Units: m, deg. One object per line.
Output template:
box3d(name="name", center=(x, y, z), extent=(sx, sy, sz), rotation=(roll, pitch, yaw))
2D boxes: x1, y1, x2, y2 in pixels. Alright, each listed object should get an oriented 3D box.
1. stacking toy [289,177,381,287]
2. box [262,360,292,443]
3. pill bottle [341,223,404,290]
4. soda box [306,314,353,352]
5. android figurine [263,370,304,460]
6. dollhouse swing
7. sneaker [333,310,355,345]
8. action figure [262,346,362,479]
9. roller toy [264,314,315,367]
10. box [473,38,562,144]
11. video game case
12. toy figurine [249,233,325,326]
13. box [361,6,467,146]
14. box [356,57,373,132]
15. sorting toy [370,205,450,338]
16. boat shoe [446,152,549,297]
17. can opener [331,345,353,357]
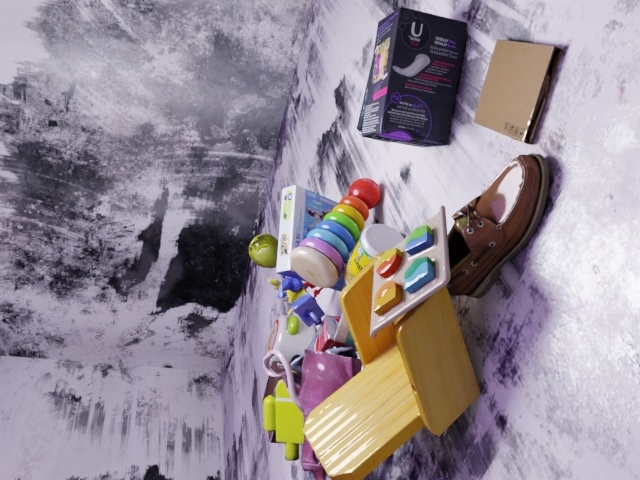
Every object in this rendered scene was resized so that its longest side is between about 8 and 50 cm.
box3d(name="stacking toy", center=(0.061, -0.035, 1.698), extent=(0.330, 0.141, 0.141), rotation=(-53, 1, -28))
box3d(name="box", center=(-0.076, 0.505, 1.994), extent=(0.203, 0.168, 0.167), rotation=(-117, 37, -63))
box3d(name="pill bottle", center=(0.125, 0.068, 1.593), extent=(0.208, 0.117, 0.118), rotation=(114, 157, -44))
box3d(name="soda box", center=(0.020, 0.328, 1.881), extent=(0.263, 0.092, 0.083), rotation=(115, 159, -46))
box3d(name="android figurine", center=(-0.044, 0.485, 1.805), extent=(0.056, 0.248, 0.273), rotation=(-1, -89, -71))
box3d(name="dollhouse swing", center=(0.080, 0.235, 1.260), extent=(0.347, 0.304, 0.315), rotation=(-154, 43, -74))
box3d(name="sneaker", center=(0.106, 0.227, 1.628), extent=(0.302, 0.121, 0.108), rotation=(7, -78, -85))
box3d(name="action figure", center=(0.004, 0.444, 1.564), extent=(0.248, 0.275, 0.370), rotation=(129, 148, -57))
box3d(name="roller toy", center=(-0.099, 0.361, 2.188), extent=(0.209, 0.146, 0.191), rotation=(148, 139, -73))
box3d(name="box", center=(0.348, -0.273, 1.152), extent=(0.201, 0.021, 0.164), rotation=(-121, 42, -66))
box3d(name="video game case", center=(0.000, 0.000, 1.808), extent=(0.061, 0.269, 0.244), rotation=(-12, 67, 44))
box3d(name="toy figurine", center=(-0.042, 0.135, 1.847), extent=(0.217, 0.191, 0.362), rotation=(60, 180, 43))
box3d(name="box", center=(0.205, -0.355, 1.429), extent=(0.143, 0.165, 0.270), rotation=(-155, 74, -74))
box3d(name="box", center=(0.169, -0.398, 1.781), extent=(0.175, 0.051, 0.220), rotation=(-123, 43, -66))
box3d(name="sorting toy", center=(0.151, 0.052, 1.141), extent=(0.208, 0.038, 0.193), rotation=(-46, 22, 34))
box3d(name="boat shoe", center=(0.283, -0.017, 1.104), extent=(0.111, 0.104, 0.307), rotation=(-103, 26, -51))
box3d(name="can opener", center=(0.056, 0.374, 1.813), extent=(0.073, 0.059, 0.186), rotation=(44, 140, 38))
